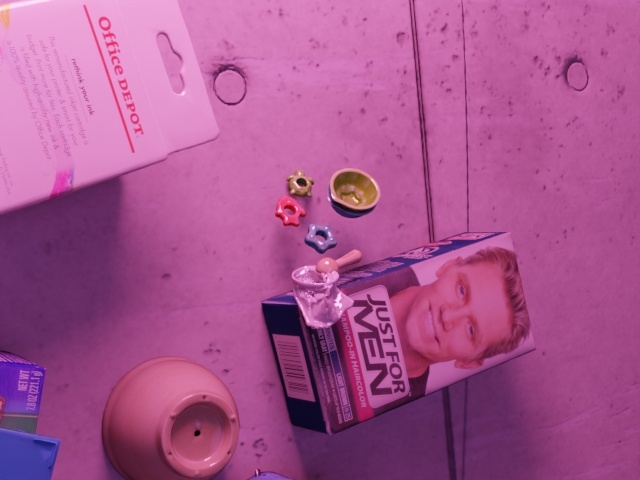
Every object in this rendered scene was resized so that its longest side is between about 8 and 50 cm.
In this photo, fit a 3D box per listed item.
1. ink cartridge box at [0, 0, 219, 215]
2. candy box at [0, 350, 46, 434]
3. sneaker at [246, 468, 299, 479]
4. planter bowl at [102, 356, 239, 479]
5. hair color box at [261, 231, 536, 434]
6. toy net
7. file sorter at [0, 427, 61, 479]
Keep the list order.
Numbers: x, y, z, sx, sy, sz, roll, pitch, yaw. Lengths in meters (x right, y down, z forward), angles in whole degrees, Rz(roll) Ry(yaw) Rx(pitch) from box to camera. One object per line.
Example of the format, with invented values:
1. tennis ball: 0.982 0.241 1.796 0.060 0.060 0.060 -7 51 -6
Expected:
1. ink cartridge box: -0.305 -0.148 1.141 0.353 0.119 0.207 -21 98 -33
2. candy box: -0.455 0.231 1.034 0.317 0.122 0.268 11 86 -36
3. sneaker: -0.088 0.360 1.272 0.329 0.147 0.130 -4 104 -12
4. planter bowl: -0.161 0.220 1.234 0.162 0.109 0.162 1 89 -30
5. hair color box: 0.110 0.112 1.397 0.347 0.105 0.174 -18 98 -30
6. toy net: 0.000 0.000 1.299 0.122 0.045 0.232 18 50 -8
7. file sorter: -0.351 0.220 0.971 0.170 0.104 0.118 20 78 -36
